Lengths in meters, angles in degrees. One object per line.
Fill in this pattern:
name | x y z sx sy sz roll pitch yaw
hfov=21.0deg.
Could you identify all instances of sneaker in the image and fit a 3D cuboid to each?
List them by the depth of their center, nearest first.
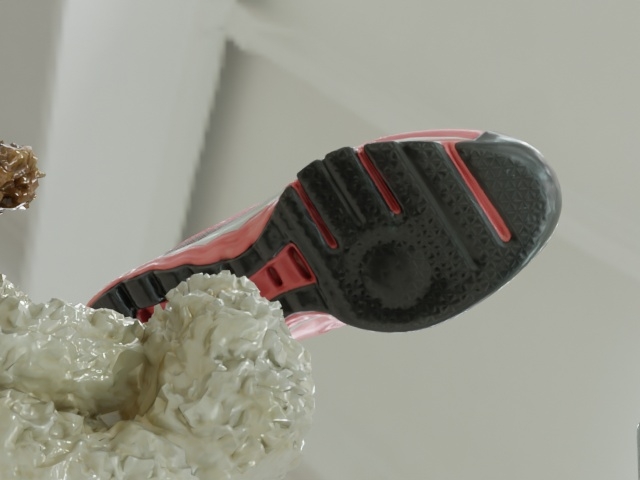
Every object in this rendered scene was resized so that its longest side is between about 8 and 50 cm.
sneaker | -0.001 0.000 1.045 0.314 0.136 0.116 -22 -78 22

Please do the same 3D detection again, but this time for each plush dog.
plush dog | -0.169 0.081 0.742 0.225 0.211 0.262 47 -64 24

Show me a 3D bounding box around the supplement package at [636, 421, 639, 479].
supplement package | 0.230 0.197 0.750 0.149 0.203 0.194 -12 -69 14
